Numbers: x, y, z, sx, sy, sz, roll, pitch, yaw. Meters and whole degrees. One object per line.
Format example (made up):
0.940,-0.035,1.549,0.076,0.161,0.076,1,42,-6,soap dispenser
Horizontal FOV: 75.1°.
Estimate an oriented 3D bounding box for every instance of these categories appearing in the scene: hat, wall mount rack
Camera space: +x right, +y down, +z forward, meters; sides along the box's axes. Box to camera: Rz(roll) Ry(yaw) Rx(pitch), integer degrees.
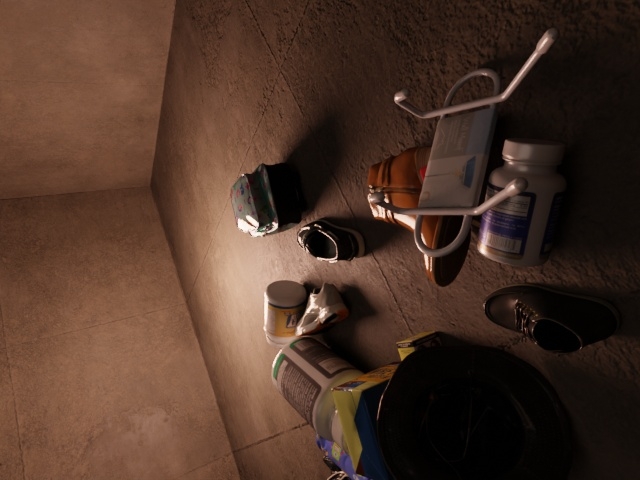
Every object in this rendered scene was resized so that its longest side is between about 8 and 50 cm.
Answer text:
0.284,0.361,0.797,0.331,0.331,0.134,55,-178,33,hat
0.224,-0.151,0.655,0.304,0.131,0.349,4,77,55,wall mount rack

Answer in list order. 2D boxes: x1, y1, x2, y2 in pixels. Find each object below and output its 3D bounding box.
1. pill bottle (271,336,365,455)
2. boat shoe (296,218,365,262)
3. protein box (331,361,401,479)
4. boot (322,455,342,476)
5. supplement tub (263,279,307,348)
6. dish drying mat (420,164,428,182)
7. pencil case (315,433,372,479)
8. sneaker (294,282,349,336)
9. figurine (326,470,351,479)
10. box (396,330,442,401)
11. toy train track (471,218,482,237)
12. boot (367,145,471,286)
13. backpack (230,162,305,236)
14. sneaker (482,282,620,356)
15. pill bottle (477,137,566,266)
0.025,0.437,1.197,0.361,0.204,0.204,21,117,54,pill bottle
0.000,0.000,1.204,0.303,0.091,0.114,3,102,57,boat shoe
0.166,0.409,0.968,0.136,0.201,0.199,-29,75,57,protein box
0.046,0.778,1.395,0.121,0.045,0.099,140,128,-58,boot
-0.122,0.252,1.425,0.144,0.144,0.199,34,128,48,supplement tub
0.209,-0.105,0.774,0.032,0.008,0.083,-31,60,36,dish drying mat
0.110,0.617,1.198,0.306,0.119,0.133,8,94,57,pencil case
-0.007,0.217,1.298,0.262,0.099,0.121,-43,56,45,sneaker
0.133,0.809,1.234,0.215,0.092,0.209,-28,81,40,figurine
0.249,0.326,0.924,0.058,0.087,0.232,-27,75,57,box
0.321,-0.019,0.773,0.083,0.014,0.048,34,120,41,toy train track
0.185,-0.051,0.867,0.220,0.109,0.283,-2,92,51,boot
-0.190,-0.123,1.388,0.253,0.191,0.225,-21,83,63,backpack
0.342,0.124,0.683,0.222,0.118,0.083,-5,95,58,sneaker
0.322,-0.063,0.663,0.112,0.112,0.186,30,123,50,pill bottle
